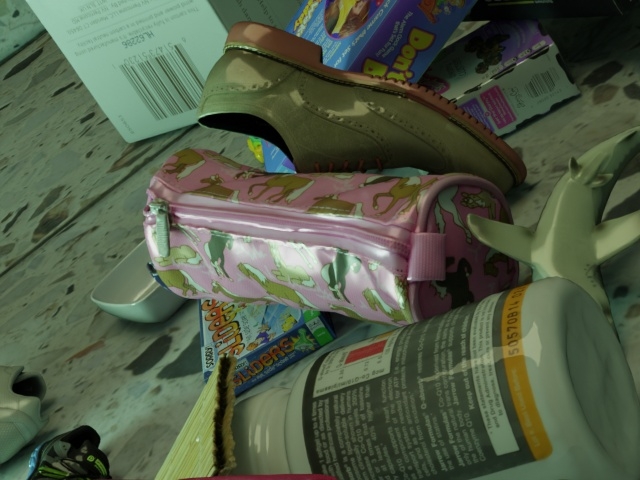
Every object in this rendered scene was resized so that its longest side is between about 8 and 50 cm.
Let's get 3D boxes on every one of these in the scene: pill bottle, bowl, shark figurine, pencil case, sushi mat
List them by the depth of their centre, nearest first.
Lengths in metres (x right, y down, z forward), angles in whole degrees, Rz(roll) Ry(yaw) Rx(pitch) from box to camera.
[{"bbox_3d":[0.075,0.139,0.965,0.278,0.162,0.162,-20,28,27],"label":"pill bottle"},{"bbox_3d":[-0.138,0.241,1.028,0.316,0.019,0.151,-60,16,26],"label":"sushi mat"},{"bbox_3d":[0.236,-0.018,1.139,0.166,0.116,0.278,25,66,24],"label":"shark figurine"},{"bbox_3d":[0.000,0.000,1.254,0.386,0.160,0.167,8,36,43],"label":"pencil case"},{"bbox_3d":[-0.192,0.046,1.603,0.142,0.053,0.142,-46,28,-24],"label":"bowl"}]

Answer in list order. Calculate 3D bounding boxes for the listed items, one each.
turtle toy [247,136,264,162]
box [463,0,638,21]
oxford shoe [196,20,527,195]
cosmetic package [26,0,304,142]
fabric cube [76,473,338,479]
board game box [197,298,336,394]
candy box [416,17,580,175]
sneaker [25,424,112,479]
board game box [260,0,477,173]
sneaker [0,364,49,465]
[{"bbox_3d":[-0.066,-0.164,1.812,0.095,0.066,0.130,-35,24,-1],"label":"turtle toy"},{"bbox_3d":[0.330,-0.413,1.535,0.395,0.097,0.318,-49,30,-17],"label":"box"},{"bbox_3d":[0.037,-0.102,1.380,0.348,0.123,0.130,23,74,17],"label":"oxford shoe"},{"bbox_3d":[-0.191,-0.418,2.122,0.329,0.327,0.393,-14,31,39],"label":"cosmetic package"},{"bbox_3d":[-0.070,0.307,0.724,0.259,0.258,0.254,-11,33,42],"label":"fabric cube"},{"bbox_3d":[-0.061,0.076,1.403,0.136,0.035,0.201,-31,24,6],"label":"board game box"},{"bbox_3d":[0.176,-0.172,1.518,0.196,0.070,0.165,-29,24,10],"label":"candy box"},{"bbox_3d":[-0.244,0.234,1.304,0.078,0.067,0.188,-38,21,8],"label":"sneaker"},{"bbox_3d":[0.048,-0.240,1.548,0.347,0.078,0.233,-53,28,27],"label":"board game box"},{"bbox_3d":[-0.380,0.182,1.560,0.121,0.099,0.262,-31,31,-12],"label":"sneaker"}]
